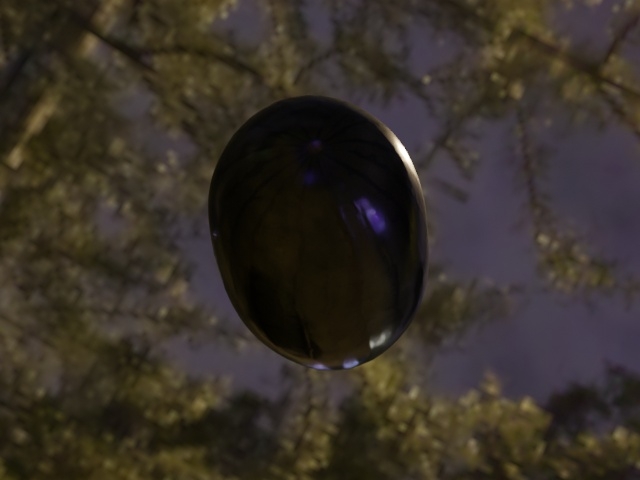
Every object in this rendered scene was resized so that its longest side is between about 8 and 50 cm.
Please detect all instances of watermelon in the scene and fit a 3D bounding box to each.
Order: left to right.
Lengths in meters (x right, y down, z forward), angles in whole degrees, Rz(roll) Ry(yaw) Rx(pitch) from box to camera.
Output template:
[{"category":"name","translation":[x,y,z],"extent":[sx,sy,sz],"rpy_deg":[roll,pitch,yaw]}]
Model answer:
[{"category":"watermelon","translation":[0.000,0.000,0.629],"extent":[0.078,0.078,0.110],"rpy_deg":[17,-39,24]}]
